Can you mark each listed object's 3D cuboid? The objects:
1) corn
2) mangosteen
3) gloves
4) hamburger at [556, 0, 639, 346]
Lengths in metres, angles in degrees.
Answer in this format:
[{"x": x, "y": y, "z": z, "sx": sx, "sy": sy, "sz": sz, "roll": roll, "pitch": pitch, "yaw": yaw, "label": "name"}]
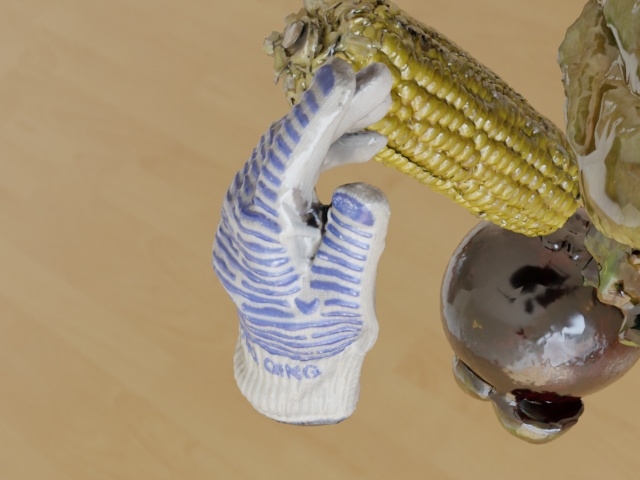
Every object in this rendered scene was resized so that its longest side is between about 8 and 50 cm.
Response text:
[{"x": 0.088, "y": -0.095, "z": 1.225, "sx": 0.115, "sy": 0.318, "sz": 0.115, "roll": -22, "pitch": 56, "yaw": 36, "label": "corn"}, {"x": 0.202, "y": 0.062, "z": 1.476, "sx": 0.210, "sy": 0.210, "sz": 0.210, "roll": -17, "pitch": 45, "yaw": 17, "label": "mangosteen"}, {"x": -0.005, "y": 0.004, "z": 0.855, "sx": 0.097, "sy": 0.229, "sz": 0.119, "roll": -12, "pitch": 41, "yaw": -31, "label": "gloves"}, {"x": 0.159, "y": -0.060, "z": 0.464, "sx": 0.183, "sy": 0.130, "sz": 0.206, "roll": 160, "pitch": 122, "yaw": -66, "label": "hamburger"}]
